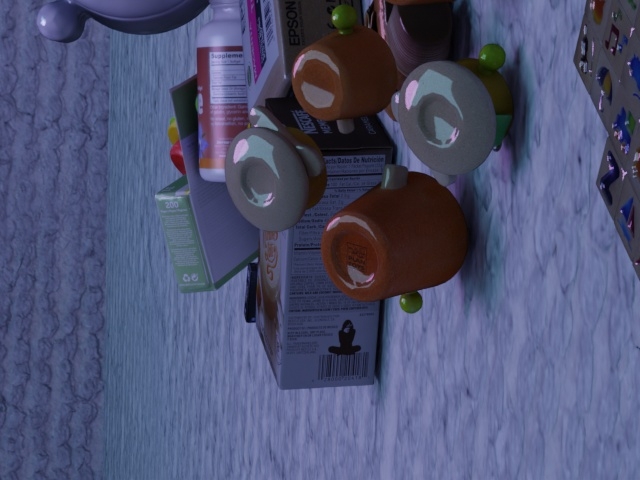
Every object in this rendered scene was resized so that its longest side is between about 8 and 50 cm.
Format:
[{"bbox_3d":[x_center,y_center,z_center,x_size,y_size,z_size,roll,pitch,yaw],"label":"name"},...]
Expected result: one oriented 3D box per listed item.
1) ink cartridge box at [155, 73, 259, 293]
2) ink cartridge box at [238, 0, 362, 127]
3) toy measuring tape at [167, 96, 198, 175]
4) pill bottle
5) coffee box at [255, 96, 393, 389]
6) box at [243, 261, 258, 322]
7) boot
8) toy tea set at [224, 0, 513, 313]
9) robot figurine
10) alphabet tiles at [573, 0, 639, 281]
[{"bbox_3d":[-0.124,-0.079,2.230,0.171,0.056,0.235,-39,-60,-56],"label":"ink cartridge box"},{"bbox_3d":[-0.023,-0.234,1.976,0.193,0.088,0.234,125,140,-69],"label":"ink cartridge box"},{"bbox_3d":[-0.141,-0.109,2.458,0.330,0.121,0.121,130,136,-72],"label":"toy measuring tape"},{"bbox_3d":[-0.073,-0.172,2.138,0.121,0.121,0.216,-165,74,-77],"label":"pill bottle"},{"bbox_3d":[0.000,0.000,1.872,0.141,0.098,0.246,-117,28,-63],"label":"coffee box"},{"bbox_3d":[-0.037,0.054,2.093,0.018,0.083,0.067,-108,21,-56],"label":"box"},{"bbox_3d":[0.062,-0.206,1.627,0.152,0.073,0.197,107,161,-67],"label":"boot"},{"bbox_3d":[0.071,-0.101,1.516,0.200,0.124,0.336,47,131,18],"label":"toy tea set"},{"bbox_3d":[-0.203,-0.336,2.176,0.300,0.200,0.353,-52,0,1],"label":"robot figurine"},{"bbox_3d":[0.195,-0.086,1.165,0.237,0.009,0.198,-105,18,-48],"label":"alphabet tiles"}]
